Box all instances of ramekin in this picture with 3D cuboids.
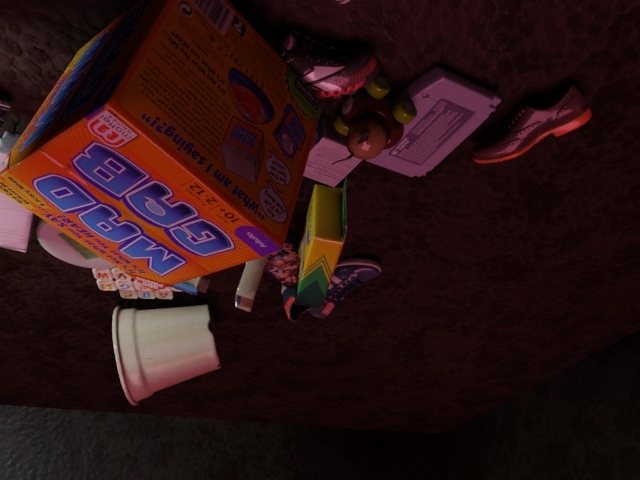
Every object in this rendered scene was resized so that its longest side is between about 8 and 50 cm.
[{"bbox_3d":[-0.560,-0.053,1.537,0.304,0.148,0.303,-2,147,-2],"label":"ramekin"}]

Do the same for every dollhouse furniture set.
[{"bbox_3d":[-0.292,0.023,1.647,0.304,0.286,0.198,19,162,-4],"label":"dollhouse furniture set"}]

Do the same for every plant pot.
[{"bbox_3d":[-0.502,0.356,2.055,0.306,0.333,0.333,-11,148,-8],"label":"plant pot"}]

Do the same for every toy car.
[{"bbox_3d":[0.085,-0.226,1.266,0.149,0.188,0.155,42,136,-4],"label":"toy car"}]

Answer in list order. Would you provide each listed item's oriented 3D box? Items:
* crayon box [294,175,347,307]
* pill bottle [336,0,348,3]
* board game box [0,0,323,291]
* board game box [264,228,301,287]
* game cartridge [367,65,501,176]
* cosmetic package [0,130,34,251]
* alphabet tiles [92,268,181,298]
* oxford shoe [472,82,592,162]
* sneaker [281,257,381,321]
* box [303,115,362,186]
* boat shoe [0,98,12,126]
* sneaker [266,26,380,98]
[{"bbox_3d":[0.000,0.000,1.592,0.081,0.202,0.318,9,134,-8],"label":"crayon box"},{"bbox_3d":[0.010,-0.462,1.039,0.116,0.065,0.065,23,139,-35],"label":"pill bottle"},{"bbox_3d":[-0.268,-0.177,1.088,0.356,0.356,0.356,-18,135,36],"label":"board game box"},{"bbox_3d":[-0.102,0.057,1.847,0.165,0.042,0.243,-21,143,25],"label":"board game box"},{"bbox_3d":[0.236,-0.262,1.381,0.196,0.060,0.294,12,144,-29],"label":"game cartridge"},{"bbox_3d":[-0.688,-0.111,1.377,0.107,0.127,0.238,15,116,-24],"label":"cosmetic package"},{"bbox_3d":[-0.561,0.120,1.921,0.284,0.021,0.278,1,147,-8],"label":"alphabet tiles"},{"bbox_3d":[0.460,-0.266,1.381,0.271,0.097,0.098,-26,121,24],"label":"oxford shoe"},{"bbox_3d":[0.037,0.169,1.935,0.350,0.148,0.131,-22,143,25],"label":"sneaker"},{"bbox_3d":[0.017,-0.205,1.427,0.126,0.072,0.137,18,141,-29],"label":"box"},{"bbox_3d":[-0.742,-0.307,1.218,0.233,0.084,0.079,31,96,-32],"label":"boat shoe"},{"bbox_3d":[-0.022,-0.346,1.184,0.276,0.097,0.135,-4,149,3],"label":"sneaker"}]
